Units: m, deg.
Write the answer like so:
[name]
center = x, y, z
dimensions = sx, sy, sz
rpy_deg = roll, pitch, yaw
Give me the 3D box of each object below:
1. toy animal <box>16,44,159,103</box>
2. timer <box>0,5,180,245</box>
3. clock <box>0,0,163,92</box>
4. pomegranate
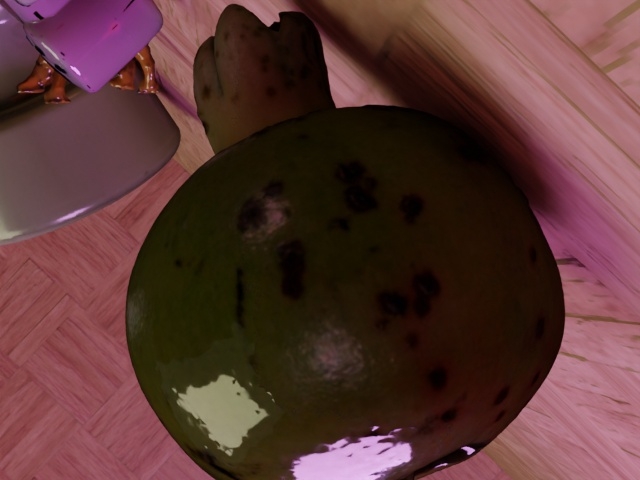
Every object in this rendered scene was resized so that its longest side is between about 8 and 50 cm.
[toy animal]
center = -0.184, -0.173, 1.003
dimensions = 0.255, 0.114, 0.116
rpy_deg = -156, 62, -65
[timer]
center = -0.348, -0.195, 1.410
dimensions = 0.291, 0.290, 0.315
rpy_deg = 35, 149, 65
[clock]
center = -0.216, -0.220, 0.746
dimensions = 0.227, 0.090, 0.248
rpy_deg = 41, 174, 29
[pomegranate]
center = 0.002, 0.012, 0.518
dimensions = 0.179, 0.179, 0.210
rpy_deg = 47, -167, -43
